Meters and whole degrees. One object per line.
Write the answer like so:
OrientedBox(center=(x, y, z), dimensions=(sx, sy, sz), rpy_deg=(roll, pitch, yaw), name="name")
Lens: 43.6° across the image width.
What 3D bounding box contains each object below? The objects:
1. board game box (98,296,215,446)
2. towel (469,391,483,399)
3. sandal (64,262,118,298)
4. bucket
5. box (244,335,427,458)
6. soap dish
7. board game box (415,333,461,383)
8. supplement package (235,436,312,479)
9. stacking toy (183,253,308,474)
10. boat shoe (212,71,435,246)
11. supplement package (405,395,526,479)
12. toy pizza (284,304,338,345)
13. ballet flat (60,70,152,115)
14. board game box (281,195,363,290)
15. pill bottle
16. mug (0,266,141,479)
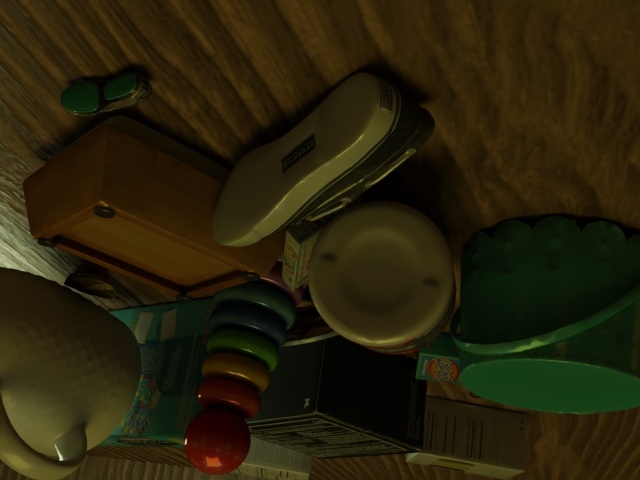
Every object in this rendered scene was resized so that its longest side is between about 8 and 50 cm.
OrientedBox(center=(-0.302, 0.247, 1.479), dimensions=(0.336, 0.253, 0.079), rpy_deg=(-10, 150, 36), name="board game box")
OrientedBox(center=(0.467, 0.265, 1.433), dimensions=(0.329, 0.037, 0.237), rpy_deg=(13, 152, -28), name="towel")
OrientedBox(center=(-0.393, 0.064, 1.373), dimensions=(0.072, 0.049, 0.180), rpy_deg=(30, 163, -25), name="sandal")
OrientedBox(center=(0.307, 0.108, 1.049), dimensions=(0.281, 0.183, 0.281), rpy_deg=(8, 155, 4), name="bucket")
OrientedBox(center=(0.006, 0.308, 1.585), dimensions=(0.294, 0.182, 0.296), rpy_deg=(28, 148, -37), name="box")
OrientedBox(center=(-0.207, -0.025, 1.023), dimensions=(0.291, 0.118, 0.229), rpy_deg=(27, 150, -36), name="soap dish")
OrientedBox(center=(0.283, 0.224, 1.469), dimensions=(0.210, 0.047, 0.160), rpy_deg=(6, 155, 7), name="board game box")
OrientedBox(center=(-0.143, 0.465, 1.952), dimensions=(0.263, 0.199, 0.198), rpy_deg=(9, 156, 1), name="supplement package")
OrientedBox(center=(-0.117, 0.163, 1.129), dimensions=(0.141, 0.330, 0.141), rpy_deg=(12, 151, 7), name="stacking toy")
OrientedBox(center=(-0.005, -0.068, 0.868), dimensions=(0.102, 0.108, 0.301), rpy_deg=(20, 140, -35), name="boat shoe")
OrientedBox(center=(0.334, 0.457, 1.847), dimensions=(0.244, 0.134, 0.139), rpy_deg=(10, 155, -2), name="supplement package")
OrientedBox(center=(-0.008, 0.122, 1.272), dimensions=(0.201, 0.032, 0.201), rpy_deg=(-14, -174, 1), name="toy pizza")
OrientedBox(center=(-0.225, -0.152, 0.855), dimensions=(0.114, 0.041, 0.041), rpy_deg=(-5, 152, 29), name="ballet flat")
OrientedBox(center=(0.000, 0.000, 1.033), dimensions=(0.026, 0.103, 0.154), rpy_deg=(48, 160, 16), name="board game box")
OrientedBox(center=(0.087, 0.059, 0.993), dimensions=(0.161, 0.161, 0.283), rpy_deg=(4, 170, 11), name="pill bottle")
OrientedBox(center=(-0.490, 0.225, 1.327), dimensions=(0.276, 0.374, 0.328), rpy_deg=(-32, 144, 5), name="mug")
